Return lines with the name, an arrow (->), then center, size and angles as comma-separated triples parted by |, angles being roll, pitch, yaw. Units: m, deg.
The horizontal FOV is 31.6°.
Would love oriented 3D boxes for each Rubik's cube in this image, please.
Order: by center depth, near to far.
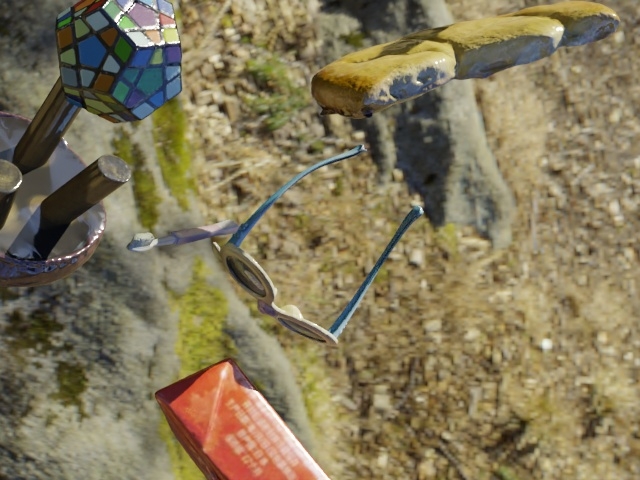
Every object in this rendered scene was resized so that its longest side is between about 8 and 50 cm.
Rubik's cube -> -0.186, -0.173, 1.045 | 0.112, 0.133, 0.133 | -29, 107, -70

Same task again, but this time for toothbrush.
toothbrush -> -0.135, -0.005, 1.136 | 0.017, 0.014, 0.194 | -57, 162, 18

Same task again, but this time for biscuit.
biscuit -> 0.133, -0.186, 1.119 | 0.299, 0.154, 0.045 | -19, 111, -10

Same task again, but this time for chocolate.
chocolate -> -0.084, 0.265, 1.350 | 0.108, 0.237, 0.235 | -39, 76, -13

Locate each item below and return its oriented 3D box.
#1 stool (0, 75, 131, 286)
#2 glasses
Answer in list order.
stool -> -0.386, -0.093, 1.451 | 0.272, 0.178, 0.272 | 19, 46, -21
glasses -> 0.012, 0.009, 1.295 | 0.220, 0.088, 0.189 | -43, 118, 2
